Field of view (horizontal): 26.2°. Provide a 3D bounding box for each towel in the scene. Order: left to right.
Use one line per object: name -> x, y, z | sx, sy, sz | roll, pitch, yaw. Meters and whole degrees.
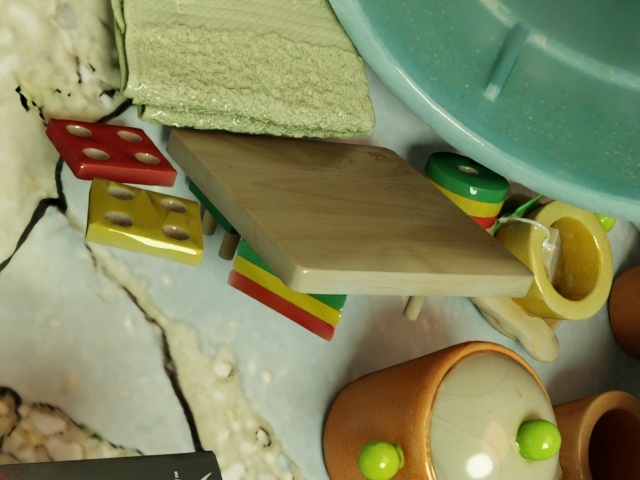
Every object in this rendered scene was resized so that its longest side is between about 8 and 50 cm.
towel -> -0.037, -0.103, 0.670 | 0.148, 0.027, 0.110 | 5, 69, -38

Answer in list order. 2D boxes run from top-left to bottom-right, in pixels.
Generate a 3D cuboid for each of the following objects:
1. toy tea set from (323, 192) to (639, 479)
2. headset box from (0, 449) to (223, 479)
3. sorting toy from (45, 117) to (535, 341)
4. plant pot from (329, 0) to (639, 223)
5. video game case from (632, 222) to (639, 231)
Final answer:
toy tea set -> 0.146, 0.078, 0.735 | 0.200, 0.124, 0.336 | 53, 54, -19
headset box -> -0.153, 0.190, 0.418 | 0.293, 0.110, 0.218 | 3, 54, -33
sorting toy -> 0.000, 0.000, 0.639 | 0.274, 0.132, 0.046 | 3, 118, -36
plant pot -> 0.208, -0.241, 0.694 | 0.341, 0.341, 0.334 | 48, 46, -22
video game case -> 0.272, -0.139, 0.935 | 0.300, 0.036, 0.329 | 43, 58, -25
